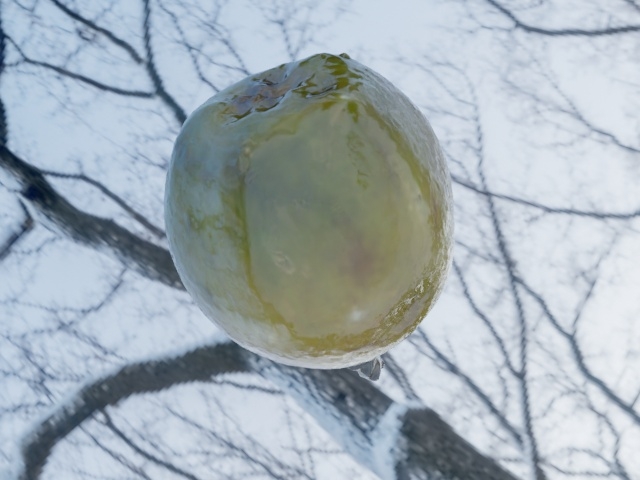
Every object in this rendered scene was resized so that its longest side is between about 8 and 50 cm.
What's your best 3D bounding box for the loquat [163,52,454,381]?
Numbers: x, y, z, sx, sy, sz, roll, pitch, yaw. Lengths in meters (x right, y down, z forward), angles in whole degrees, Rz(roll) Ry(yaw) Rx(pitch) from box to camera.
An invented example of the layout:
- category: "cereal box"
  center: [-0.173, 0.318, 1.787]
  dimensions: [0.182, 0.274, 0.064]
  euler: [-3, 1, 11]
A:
- category: "loquat"
  center: [0.000, 0.000, 1.024]
  dimensions: [0.213, 0.213, 0.246]
  euler: [-28, -60, -19]
